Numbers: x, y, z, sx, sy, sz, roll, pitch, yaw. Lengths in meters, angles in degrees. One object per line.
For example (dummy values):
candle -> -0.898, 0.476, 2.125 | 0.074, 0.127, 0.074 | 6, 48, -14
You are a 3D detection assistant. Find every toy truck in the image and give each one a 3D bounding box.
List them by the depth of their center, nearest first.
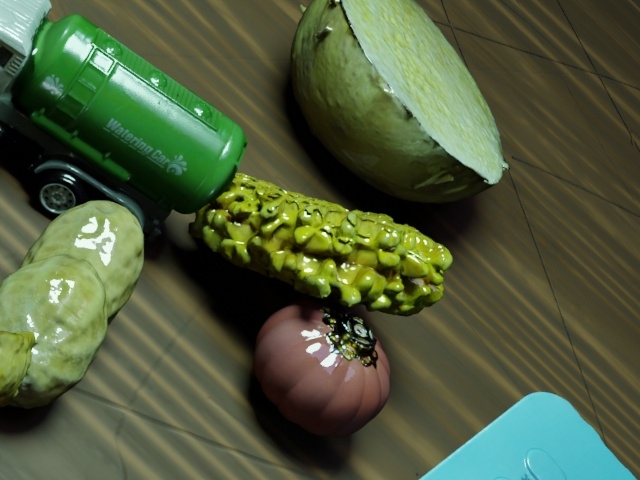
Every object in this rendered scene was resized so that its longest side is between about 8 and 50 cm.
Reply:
toy truck -> -0.177, -0.096, 1.306 | 0.242, 0.125, 0.101 | 33, 34, -15

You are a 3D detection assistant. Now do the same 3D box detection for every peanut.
peanut -> -0.171, 0.036, 1.194 | 0.089, 0.089, 0.193 | 38, 32, -10

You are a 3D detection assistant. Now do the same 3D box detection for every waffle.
waffle -> 0.000, 0.000, 1.374 | 0.193, 0.070, 0.197 | 14, 7, -42

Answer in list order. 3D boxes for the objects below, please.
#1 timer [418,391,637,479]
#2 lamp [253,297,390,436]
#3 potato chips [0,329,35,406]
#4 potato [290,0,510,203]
timer -> 0.160, 0.252, 1.320 | 0.232, 0.091, 0.250 | 50, 36, 8
lamp -> 0.002, 0.093, 1.317 | 0.107, 0.092, 0.107 | 29, 35, -23
potato chips -> -0.330, 0.057, 0.972 | 0.407, 0.057, 0.080 | 10, 2, -33
potato -> 0.061, -0.122, 1.616 | 0.239, 0.116, 0.299 | 48, 21, -5
